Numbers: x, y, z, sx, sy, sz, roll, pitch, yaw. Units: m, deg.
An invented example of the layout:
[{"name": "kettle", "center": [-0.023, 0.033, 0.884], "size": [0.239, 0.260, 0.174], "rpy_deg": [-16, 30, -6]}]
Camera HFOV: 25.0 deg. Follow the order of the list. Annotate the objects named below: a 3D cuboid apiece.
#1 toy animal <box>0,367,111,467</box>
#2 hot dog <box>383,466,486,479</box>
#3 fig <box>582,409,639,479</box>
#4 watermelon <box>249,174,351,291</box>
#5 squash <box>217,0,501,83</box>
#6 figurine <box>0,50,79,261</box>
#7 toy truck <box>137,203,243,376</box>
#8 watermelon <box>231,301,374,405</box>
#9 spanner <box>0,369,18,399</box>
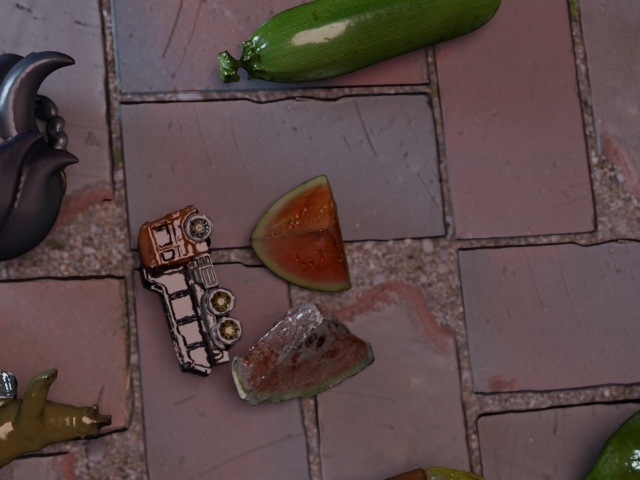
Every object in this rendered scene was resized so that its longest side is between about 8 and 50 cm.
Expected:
[{"name": "toy animal", "center": [-0.346, 0.209, 1.582], "size": [0.218, 0.103, 0.101], "rpy_deg": [-29, 106, -19]}, {"name": "hot dog", "center": [0.089, 0.326, 1.654], "size": [0.261, 0.093, 0.123], "rpy_deg": [-9, 90, 0]}, {"name": "fig", "center": [0.385, 0.304, 1.713], "size": [0.235, 0.203, 0.203], "rpy_deg": [-28, 86, 23]}, {"name": "watermelon", "center": [0.000, 0.000, 1.694], "size": [0.125, 0.094, 0.135], "rpy_deg": [-42, 95, -25]}, {"name": "squash", "center": [0.055, -0.260, 1.755], "size": [0.378, 0.101, 0.101], "rpy_deg": [-17, 84, -15]}, {"name": "figurine", "center": [-0.366, -0.107, 1.591], "size": [0.197, 0.175, 0.265], "rpy_deg": [18, 84, -14]}, {"name": "toy truck", "center": [-0.150, 0.061, 1.651], "size": [0.092, 0.083, 0.192], "rpy_deg": [-16, 84, -10]}, {"name": "watermelon", "center": [-0.016, 0.113, 1.654], "size": [0.187, 0.139, 0.071], "rpy_deg": [-13, 53, -33]}, {"name": "spanner", "center": [-0.481, 0.148, 1.538], "size": [0.325, 0.026, 0.093], "rpy_deg": [3, 53, 6]}]
